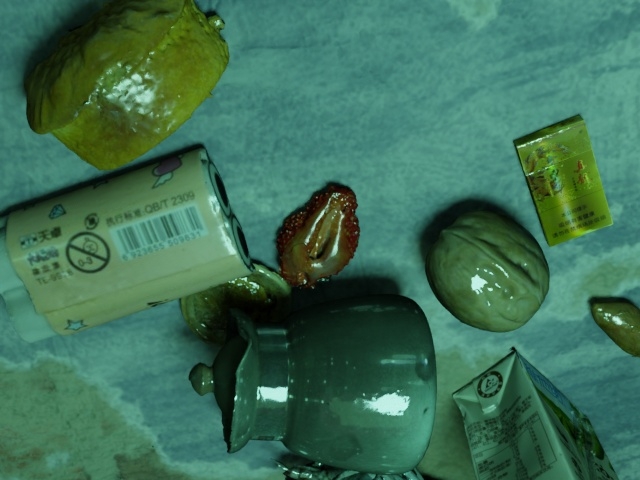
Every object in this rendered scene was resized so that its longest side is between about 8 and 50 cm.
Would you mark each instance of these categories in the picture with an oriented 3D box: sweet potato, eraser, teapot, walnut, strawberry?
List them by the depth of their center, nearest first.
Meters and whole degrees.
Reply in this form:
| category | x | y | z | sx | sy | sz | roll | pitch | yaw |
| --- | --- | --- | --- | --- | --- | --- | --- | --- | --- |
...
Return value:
| category | x | y | z | sx | sy | sz | roll | pitch | yaw |
| --- | --- | --- | --- | --- | --- | --- | --- | --- | --- |
| eraser | -0.243 | 0.014 | 1.027 | 0.290 | 0.087 | 0.171 | -18 | 110 | 5 |
| walnut | 0.208 | 0.039 | 1.054 | 0.162 | 0.140 | 0.140 | 38 | 112 | -7 |
| strawberry | 0.000 | 0.002 | 1.065 | 0.103 | 0.048 | 0.152 | 12 | 122 | -15 |
| teapot | -0.026 | 0.174 | 1.091 | 0.285 | 0.305 | 0.223 | 3 | 87 | -11 |
| sweet potato | 0.458 | 0.136 | 1.175 | 0.218 | 0.051 | 0.065 | 22 | 114 | -16 |

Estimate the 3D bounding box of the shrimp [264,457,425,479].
| category | x | y | z | sx | sy | sz | roll | pitch | yaw |
| --- | --- | --- | --- | --- | --- | --- | --- | --- | --- |
| shrimp | 0.118 | 0.402 | 1.253 | 0.410 | 0.166 | 0.221 | 13 | 117 | -26 |

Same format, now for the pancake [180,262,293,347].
| category | x | y | z | sx | sy | sz | roll | pitch | yaw |
| --- | --- | --- | --- | --- | --- | --- | --- | --- | --- |
| pancake | -0.108 | 0.082 | 1.115 | 0.151 | 0.025 | 0.152 | -1 | 120 | -2 |

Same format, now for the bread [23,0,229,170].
| category | x | y | z | sx | sy | sz | roll | pitch | yaw |
| --- | --- | --- | --- | --- | --- | --- | --- | --- | --- |
| bread | -0.205 | -0.164 | 0.907 | 0.229 | 0.139 | 0.143 | -35 | 125 | 16 |

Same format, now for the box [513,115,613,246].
| category | x | y | z | sx | sy | sz | roll | pitch | yaw |
| --- | --- | --- | --- | --- | --- | --- | --- | --- | --- |
| box | 0.302 | -0.071 | 1.060 | 0.089 | 0.022 | 0.156 | -20 | 120 | 7 |

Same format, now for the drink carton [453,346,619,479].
| category | x | y | z | sx | sy | sz | roll | pitch | yaw |
| --- | --- | --- | --- | --- | --- | --- | --- | --- | --- |
| drink carton | 0.302 | 0.323 | 1.114 | 0.132 | 0.324 | 0.194 | -39 | 115 | 18 |
